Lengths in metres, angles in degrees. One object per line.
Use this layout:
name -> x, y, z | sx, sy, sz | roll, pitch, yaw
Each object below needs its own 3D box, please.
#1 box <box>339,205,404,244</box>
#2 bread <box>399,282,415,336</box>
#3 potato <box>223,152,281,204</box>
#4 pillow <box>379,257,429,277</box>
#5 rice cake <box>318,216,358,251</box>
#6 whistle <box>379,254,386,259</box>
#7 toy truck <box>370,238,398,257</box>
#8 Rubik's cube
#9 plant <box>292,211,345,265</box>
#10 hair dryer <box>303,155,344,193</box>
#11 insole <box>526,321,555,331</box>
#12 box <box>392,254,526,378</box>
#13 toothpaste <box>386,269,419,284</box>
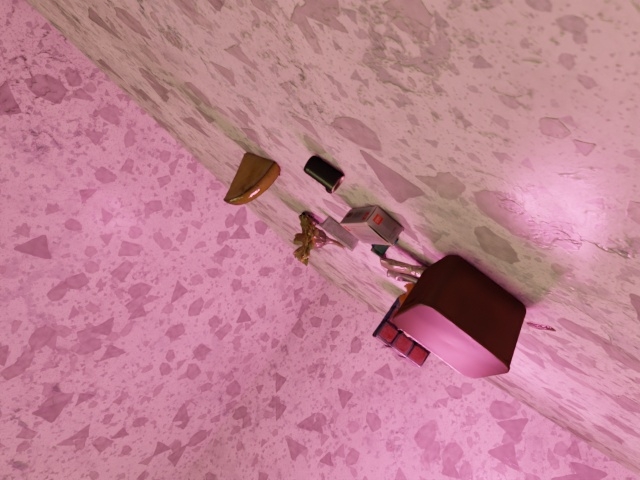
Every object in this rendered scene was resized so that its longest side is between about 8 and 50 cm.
box -> 0.181, -0.052, 1.603 | 0.135, 0.079, 0.269 | 38, 171, -14
bread -> 0.440, 0.336, 2.050 | 0.184, 0.211, 0.224 | 47, 180, -32
potato -> -0.316, -0.246, 1.944 | 0.269, 0.255, 0.112 | 26, 165, 49
pillow -> 0.345, 0.112, 1.737 | 0.229, 0.050, 0.148 | 16, 169, 16
rice cake -> 0.090, -0.035, 2.076 | 0.206, 0.069, 0.063 | 40, 173, -4
whistle -> 0.290, 0.087, 2.029 | 0.033, 0.033, 0.176 | 33, 170, 22
toy truck -> 0.246, 0.018, 1.702 | 0.067, 0.081, 0.175 | 35, 171, -1
Rubik's cube -> 0.506, 0.513, 2.524 | 0.303, 0.305, 0.301 | 37, 172, 9
plant -> -0.029, -0.031, 2.327 | 0.306, 0.296, 0.261 | -83, -19, -52
hair dryer -> 0.013, -0.208, 1.530 | 0.128, 0.070, 0.255 | 36, 175, 7
insole -> 0.734, 0.289, 1.470 | 0.045, 0.002, 0.135 | 37, 171, -5
box -> 0.453, 0.242, 1.422 | 0.339, 0.229, 0.239 | 36, 152, 0
toothpaste -> 0.424, 0.183, 1.983 | 0.266, 0.061, 0.096 | 22, 162, 35
